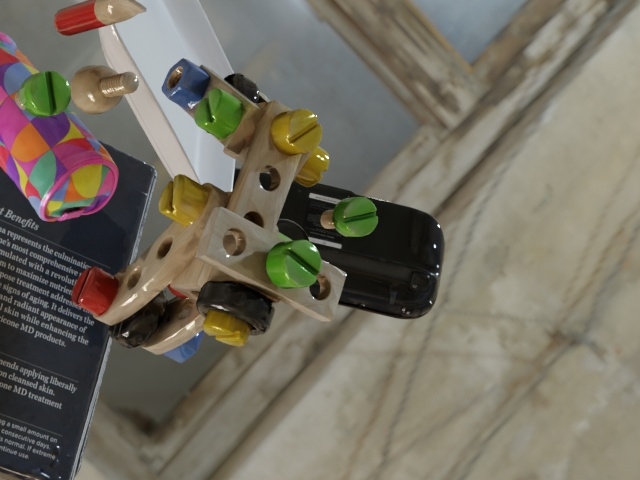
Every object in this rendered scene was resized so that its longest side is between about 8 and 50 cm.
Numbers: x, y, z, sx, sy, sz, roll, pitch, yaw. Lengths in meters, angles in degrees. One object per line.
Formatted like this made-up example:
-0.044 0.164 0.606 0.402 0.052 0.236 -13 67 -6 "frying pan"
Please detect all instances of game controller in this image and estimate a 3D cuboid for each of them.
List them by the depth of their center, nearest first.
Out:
0.000 0.000 1.850 0.067 0.319 0.166 105 -1 -45 "game controller"

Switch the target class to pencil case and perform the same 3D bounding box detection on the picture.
-0.310 -0.120 1.535 0.104 0.236 0.104 -31 151 -20 "pencil case"

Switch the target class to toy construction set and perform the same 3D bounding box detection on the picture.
-0.082 -0.056 1.128 0.257 0.309 0.237 -44 -159 -23 "toy construction set"

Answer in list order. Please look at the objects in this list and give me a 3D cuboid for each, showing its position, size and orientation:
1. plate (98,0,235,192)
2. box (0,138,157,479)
-0.159 -0.186 1.512 0.045 0.277 0.278 -16 -142 13 "plate"
-0.520 0.092 2.056 0.480 0.297 0.471 -12 -123 49 "box"
